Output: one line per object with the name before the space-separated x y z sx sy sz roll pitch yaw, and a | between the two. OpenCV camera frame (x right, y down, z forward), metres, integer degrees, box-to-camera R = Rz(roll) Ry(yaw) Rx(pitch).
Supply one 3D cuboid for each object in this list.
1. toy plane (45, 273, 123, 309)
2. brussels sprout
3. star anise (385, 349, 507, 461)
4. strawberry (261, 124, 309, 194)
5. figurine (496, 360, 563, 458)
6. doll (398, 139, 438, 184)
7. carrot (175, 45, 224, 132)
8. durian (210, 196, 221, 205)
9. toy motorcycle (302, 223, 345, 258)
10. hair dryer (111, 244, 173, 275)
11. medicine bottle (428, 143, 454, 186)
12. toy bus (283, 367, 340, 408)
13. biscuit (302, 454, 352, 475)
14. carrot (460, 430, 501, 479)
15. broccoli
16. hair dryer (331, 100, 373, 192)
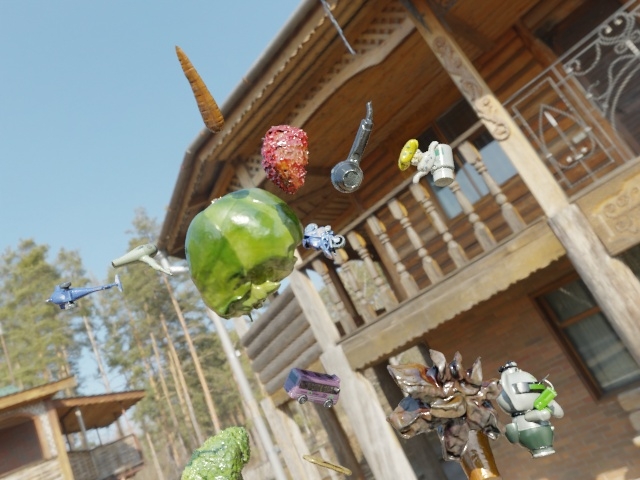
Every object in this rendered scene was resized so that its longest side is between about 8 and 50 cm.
toy plane | -0.464 0.100 0.979 0.167 0.054 0.062 -13 3 21
brussels sprout | -0.218 0.032 1.411 0.371 0.315 0.276 -63 -9 25
star anise | 0.228 0.306 0.909 0.220 0.214 0.099 -12 6 1
strawberry | -0.095 -0.204 1.195 0.140 0.192 0.085 -1 -19 42
figurine | 0.420 0.339 1.021 0.126 0.192 0.147 -23 -32 12
doll | 0.286 -0.229 1.465 0.113 0.135 0.071 4 -7 4
carrot | -0.284 -0.351 1.167 0.048 0.216 0.048 -18 27 10
durian | -0.371 -0.063 1.920 0.119 0.186 0.108 3 -24 -8
toy motorcycle | 0.000 0.000 1.913 0.114 0.205 0.076 -48 -40 -19
hair dryer | -0.623 0.089 1.730 0.167 0.199 0.067 -16 -50 -32
medicine bottle | 0.417 -0.257 1.717 0.080 0.130 0.080 0 -24 0
toy bus | -0.021 0.474 1.616 0.178 0.098 0.087 20 1 -30
biscuit | 0.019 0.595 1.324 0.147 0.018 0.071 25 -21 -17
carrot | 0.321 0.428 1.067 0.087 0.193 0.087 -3 -59 -5
broccoli | -0.292 0.667 1.439 0.186 0.254 0.302 2 -24 6
hair dryer | 0.108 -0.273 1.459 0.235 0.091 0.271 -116 50 -75
